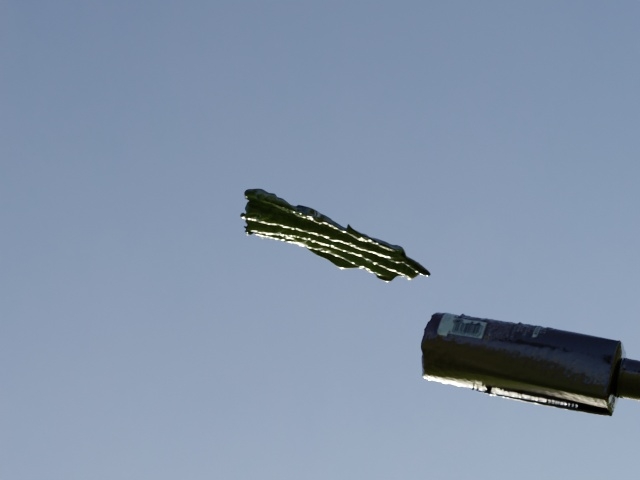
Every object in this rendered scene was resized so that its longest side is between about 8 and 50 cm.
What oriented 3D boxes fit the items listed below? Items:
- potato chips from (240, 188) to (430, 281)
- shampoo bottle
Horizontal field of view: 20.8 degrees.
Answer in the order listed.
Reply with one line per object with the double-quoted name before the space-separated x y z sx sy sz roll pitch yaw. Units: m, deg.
"potato chips" 0.000 0.001 1.540 0.207 0.028 0.092 20 -21 -32
"shampoo bottle" 0.206 0.107 1.483 0.067 0.236 0.068 70 -146 -56
